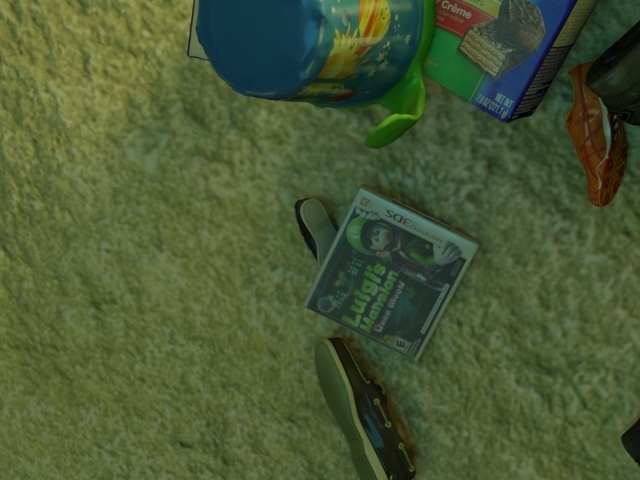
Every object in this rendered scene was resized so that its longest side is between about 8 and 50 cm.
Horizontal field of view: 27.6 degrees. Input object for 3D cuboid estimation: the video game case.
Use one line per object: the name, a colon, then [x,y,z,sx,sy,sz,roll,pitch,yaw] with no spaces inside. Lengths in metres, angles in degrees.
video game case: [0.091,0.045,1.712,0.173,0.022,0.190,26,113,1]

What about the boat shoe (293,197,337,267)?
boat shoe: [0.000,0.000,1.752,0.125,0.046,0.038,62,160,-17]

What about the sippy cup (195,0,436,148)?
sippy cup: [-0.017,-0.252,1.467,0.305,0.224,0.240,20,111,23]

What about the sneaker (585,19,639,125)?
sneaker: [0.427,-0.215,1.495,0.227,0.087,0.130,-44,111,7]

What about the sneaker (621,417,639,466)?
sneaker: [0.488,0.264,1.597,0.222,0.083,0.118,34,133,5]

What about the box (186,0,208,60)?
box: [-0.102,-0.296,1.667,0.072,0.137,0.126,15,108,20]

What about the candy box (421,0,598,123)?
candy box: [0.200,-0.342,1.534,0.268,0.122,0.317,33,112,15]

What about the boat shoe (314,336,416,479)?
boat shoe: [0.060,0.232,1.770,0.081,0.068,0.228,-22,89,66]

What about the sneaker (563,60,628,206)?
sneaker: [0.331,-0.128,1.574,0.067,0.064,0.175,1,97,39]
